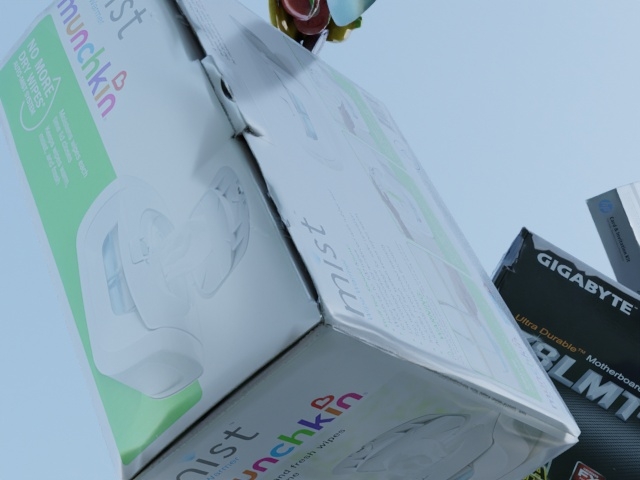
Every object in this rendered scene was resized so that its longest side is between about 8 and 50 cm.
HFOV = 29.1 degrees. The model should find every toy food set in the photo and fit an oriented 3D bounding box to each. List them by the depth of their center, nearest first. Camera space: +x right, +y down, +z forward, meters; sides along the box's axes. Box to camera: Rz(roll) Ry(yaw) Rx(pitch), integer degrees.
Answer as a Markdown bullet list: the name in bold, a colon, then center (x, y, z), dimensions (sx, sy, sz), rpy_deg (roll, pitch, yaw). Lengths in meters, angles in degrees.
- **toy food set**: center (-0.001, -0.247, 1.228), dimensions (0.071, 0.218, 0.128), rpy_deg (5, -109, 15)

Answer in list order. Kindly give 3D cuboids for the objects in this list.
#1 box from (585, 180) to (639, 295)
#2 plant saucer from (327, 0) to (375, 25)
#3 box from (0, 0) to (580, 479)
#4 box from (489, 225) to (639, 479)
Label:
- **box**: center (0.345, 0.009, 1.279), dimensions (0.038, 0.186, 0.145), rpy_deg (-23, -95, 31)
- **plant saucer**: center (0.036, -0.203, 0.840), dimensions (0.021, 0.119, 0.119), rpy_deg (31, -75, -20)
- **box**: center (-0.019, 0.005, 0.633), dimensions (0.127, 0.262, 0.231), rpy_deg (-41, -37, 19)
- **box**: center (0.227, 0.169, 0.997), dimensions (0.295, 0.293, 0.073), rpy_deg (32, -38, 5)
